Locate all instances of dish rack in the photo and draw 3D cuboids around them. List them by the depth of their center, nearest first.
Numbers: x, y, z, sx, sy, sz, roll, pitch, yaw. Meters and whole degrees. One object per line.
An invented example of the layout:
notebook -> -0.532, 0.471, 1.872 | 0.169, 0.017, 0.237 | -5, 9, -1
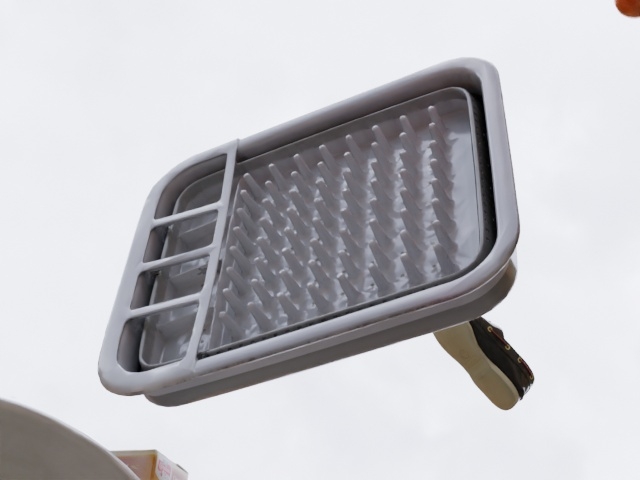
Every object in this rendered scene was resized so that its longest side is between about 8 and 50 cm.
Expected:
dish rack -> 0.000, 0.000, 0.828 | 0.333, 0.285, 0.072 | -19, -54, 19

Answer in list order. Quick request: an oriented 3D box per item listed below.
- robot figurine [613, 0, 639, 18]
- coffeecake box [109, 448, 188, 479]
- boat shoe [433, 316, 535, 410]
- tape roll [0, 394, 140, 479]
robot figurine -> 0.203, -0.233, 0.646 | 0.158, 0.219, 0.128 | 54, -40, -1
coffeecake box -> -0.191, 0.261, 0.819 | 0.142, 0.185, 0.068 | -5, -30, 17
boat shoe -> 0.146, 0.094, 0.981 | 0.133, 0.042, 0.049 | 51, -36, 3
tape roll -> -0.191, 0.205, 0.481 | 0.286, 0.100, 0.286 | 2, -98, -14
